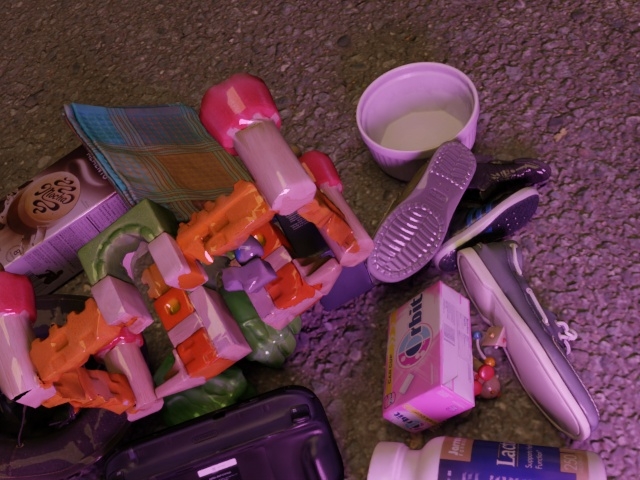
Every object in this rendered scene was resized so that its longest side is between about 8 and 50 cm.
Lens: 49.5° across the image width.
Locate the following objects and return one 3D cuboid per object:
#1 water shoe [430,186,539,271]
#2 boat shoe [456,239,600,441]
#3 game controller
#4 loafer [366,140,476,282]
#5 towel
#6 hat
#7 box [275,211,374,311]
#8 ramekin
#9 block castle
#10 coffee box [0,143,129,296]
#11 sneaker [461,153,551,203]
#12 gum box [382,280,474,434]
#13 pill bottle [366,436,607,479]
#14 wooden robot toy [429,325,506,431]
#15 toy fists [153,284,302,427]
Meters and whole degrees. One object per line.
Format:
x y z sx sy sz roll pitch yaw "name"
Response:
0.248 -0.035 1.095 0.203 0.073 0.080 -33 49 -7 "water shoe"
0.298 0.118 0.951 0.099 0.116 0.319 -19 49 -8 "boat shoe"
-0.133 0.318 0.946 0.319 0.067 0.166 -20 97 3 "game controller"
0.154 -0.038 1.076 0.094 0.087 0.251 38 75 -2 "loafer"
-0.270 -0.145 1.250 0.271 0.040 0.370 -8 43 -39 "towel"
-0.419 0.236 1.075 0.331 0.134 0.331 0 58 1 "hat"
0.000 0.000 1.092 0.093 0.156 0.158 -28 54 -2 "box"
0.172 -0.198 1.204 0.207 0.109 0.207 -8 56 12 "ramekin"
-0.181 0.019 0.886 0.453 0.303 0.213 -37 63 8 "block castle"
-0.462 -0.048 1.284 0.297 0.119 0.168 -37 54 -10 "coffee box"
0.283 -0.093 1.139 0.170 0.051 0.089 11 61 28 "sneaker"
0.147 0.154 0.951 0.107 0.062 0.188 -38 28 36 "gum box"
0.194 0.315 0.824 0.265 0.153 0.153 1 57 17 "pill bottle"
0.215 0.201 0.946 0.173 0.079 0.076 -52 18 1 "wooden robot toy"
-0.130 0.178 1.052 0.142 0.096 0.279 25 69 37 "toy fists"
